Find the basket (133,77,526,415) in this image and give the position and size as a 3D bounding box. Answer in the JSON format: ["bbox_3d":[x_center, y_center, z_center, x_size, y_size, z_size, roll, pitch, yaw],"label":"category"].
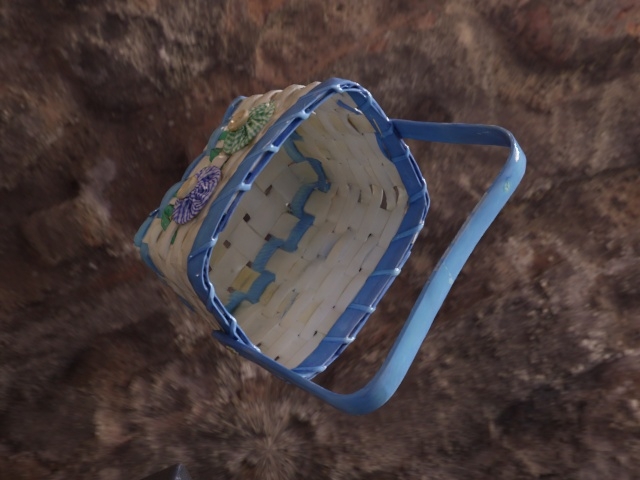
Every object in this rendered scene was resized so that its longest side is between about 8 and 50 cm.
[{"bbox_3d":[0.000,0.000,1.028,0.289,0.201,0.255,16,-116,41],"label":"basket"}]

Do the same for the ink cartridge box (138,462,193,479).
[{"bbox_3d":[-0.247,0.253,0.758,0.370,0.176,0.069,-25,-83,1],"label":"ink cartridge box"}]
